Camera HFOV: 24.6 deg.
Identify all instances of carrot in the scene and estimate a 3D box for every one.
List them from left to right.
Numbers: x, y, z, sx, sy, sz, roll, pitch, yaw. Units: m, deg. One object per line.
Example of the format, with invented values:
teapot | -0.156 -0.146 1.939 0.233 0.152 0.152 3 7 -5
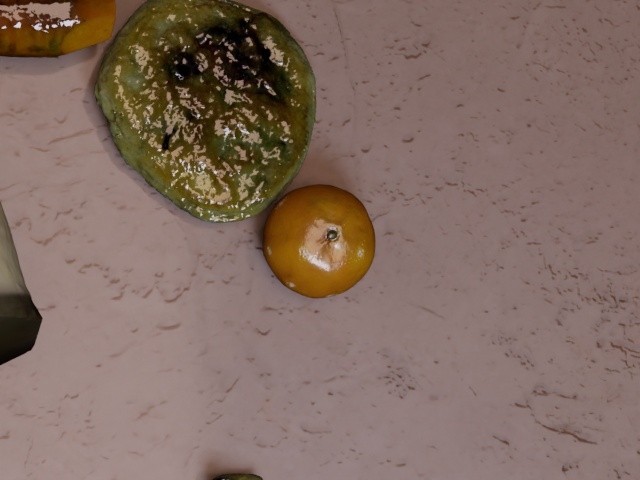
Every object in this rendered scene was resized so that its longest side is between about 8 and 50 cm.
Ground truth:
carrot | -0.416 -0.288 1.872 0.301 0.114 0.114 -4 86 -17

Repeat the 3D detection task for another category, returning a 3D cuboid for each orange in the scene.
orange | 0.000 0.000 1.978 0.156 0.124 0.156 3 82 -22

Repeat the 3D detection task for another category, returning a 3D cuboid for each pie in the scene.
pie | -0.143 -0.191 1.979 0.323 0.070 0.323 2 83 -20

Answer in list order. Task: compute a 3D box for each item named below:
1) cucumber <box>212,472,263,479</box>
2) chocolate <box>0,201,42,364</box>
cucumber | -0.102 0.458 1.926 0.072 0.081 0.303 -2 89 25
chocolate | -0.510 0.016 1.731 0.314 0.326 0.297 -10 71 -17
